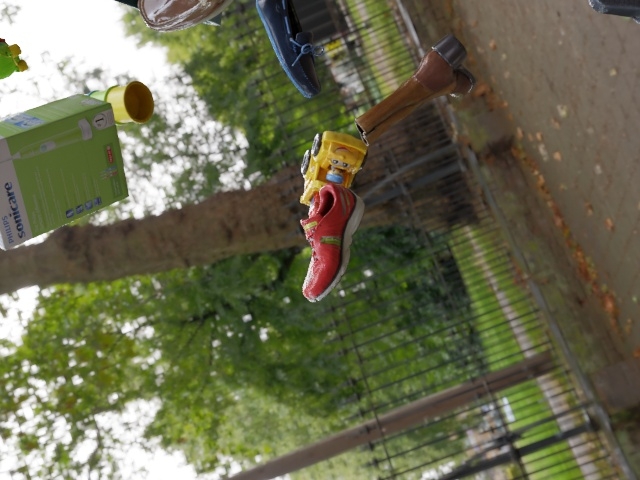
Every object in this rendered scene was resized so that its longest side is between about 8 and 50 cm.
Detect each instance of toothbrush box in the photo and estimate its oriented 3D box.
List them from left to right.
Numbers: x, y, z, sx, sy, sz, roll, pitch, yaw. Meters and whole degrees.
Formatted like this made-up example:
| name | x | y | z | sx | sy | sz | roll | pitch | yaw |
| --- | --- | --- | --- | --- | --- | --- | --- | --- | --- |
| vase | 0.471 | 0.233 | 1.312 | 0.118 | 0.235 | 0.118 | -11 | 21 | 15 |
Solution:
| name | x | y | z | sx | sy | sz | roll | pitch | yaw |
| --- | --- | --- | --- | --- | --- | --- | --- | --- | --- |
| toothbrush box | -0.531 | -0.139 | 1.519 | 0.283 | 0.122 | 0.206 | -32 | -51 | -39 |

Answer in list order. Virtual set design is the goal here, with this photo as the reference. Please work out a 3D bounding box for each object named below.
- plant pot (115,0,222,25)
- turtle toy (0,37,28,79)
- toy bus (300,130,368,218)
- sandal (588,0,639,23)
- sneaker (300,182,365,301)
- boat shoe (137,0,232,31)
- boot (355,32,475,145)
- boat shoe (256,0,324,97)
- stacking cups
| name | x | y | z | sx | sy | sz | roll | pitch | yaw |
| --- | --- | --- | --- | --- | --- | --- | --- | --- | --- |
| plant pot | -0.328 | -0.590 | 1.560 | 0.248 | 0.252 | 0.247 | 22 | -170 | 42 |
| turtle toy | -0.633 | -0.361 | 1.538 | 0.066 | 0.095 | 0.130 | 50 | 160 | 18 |
| toy bus | 0.025 | -0.159 | 2.131 | 0.220 | 0.150 | 0.211 | 127 | 158 | -62 |
| sandal | 0.702 | -0.504 | 1.715 | 0.054 | 0.255 | 0.097 | 105 | 177 | -63 |
| sneaker | 0.000 | 0.000 | 1.737 | 0.118 | 0.107 | 0.279 | 31 | -117 | -29 |
| boat shoe | -0.158 | -0.427 | 1.189 | 0.123 | 0.324 | 0.116 | 58 | -158 | -2 |
| boot | 0.212 | -0.301 | 1.758 | 0.096 | 0.280 | 0.264 | 48 | -175 | 9 |
| boat shoe | -0.058 | -0.453 | 1.800 | 0.258 | 0.089 | 0.109 | 62 | -159 | -10 |
| stacking cups | -0.528 | -0.307 | 1.827 | 0.096 | 0.316 | 0.096 | -3 | -87 | -56 |
